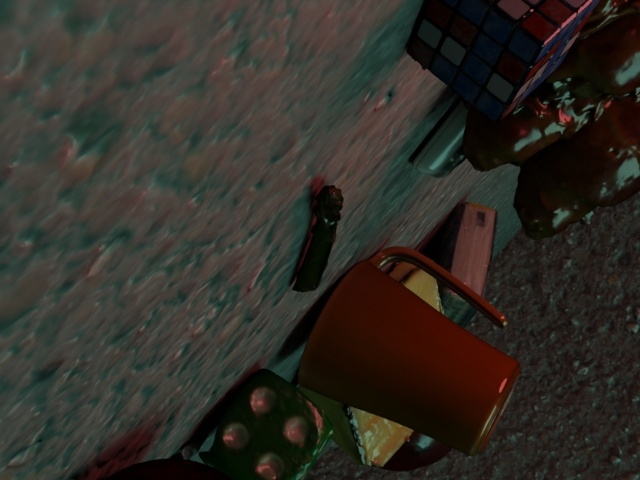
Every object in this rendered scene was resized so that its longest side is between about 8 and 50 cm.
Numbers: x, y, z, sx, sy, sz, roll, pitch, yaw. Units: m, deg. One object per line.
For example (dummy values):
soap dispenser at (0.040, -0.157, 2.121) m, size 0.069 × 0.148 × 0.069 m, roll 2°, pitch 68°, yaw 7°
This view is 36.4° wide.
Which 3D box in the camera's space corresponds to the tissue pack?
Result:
tissue pack at (0.218, 0.075, 1.668) m, size 0.257 × 0.081 × 0.185 m, roll 110°, pitch -3°, yaw -59°

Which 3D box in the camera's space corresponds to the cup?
cup at (0.119, 0.134, 1.232) m, size 0.226 × 0.264 × 0.182 m, roll -58°, pitch 163°, yaw -18°

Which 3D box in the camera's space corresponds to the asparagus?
asparagus at (-0.001, 0.000, 0.890) m, size 0.034 × 0.027 × 0.236 m, roll -56°, pitch 172°, yaw -25°

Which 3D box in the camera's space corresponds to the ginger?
ginger at (0.279, -0.158, 0.954) m, size 0.274 × 0.152 × 0.357 m, roll -20°, pitch 140°, yaw -28°

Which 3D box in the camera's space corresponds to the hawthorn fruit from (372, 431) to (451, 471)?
hawthorn fruit at (0.137, 0.305, 1.839) m, size 0.265 × 0.265 × 0.307 m, roll -51°, pitch 150°, yaw 6°

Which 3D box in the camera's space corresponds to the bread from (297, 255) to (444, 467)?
bread at (0.106, 0.179, 1.484) m, size 0.263 × 0.198 × 0.236 m, roll -43°, pitch 160°, yaw -35°

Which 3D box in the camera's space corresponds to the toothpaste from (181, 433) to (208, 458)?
toothpaste at (-0.149, 0.246, 1.157) m, size 0.024 × 0.015 × 0.083 m, roll -51°, pitch 174°, yaw 3°

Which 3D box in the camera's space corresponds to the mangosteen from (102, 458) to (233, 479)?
mangosteen at (-0.127, 0.331, 0.881) m, size 0.235 × 0.261 × 0.235 m, roll -43°, pitch 149°, yaw -34°

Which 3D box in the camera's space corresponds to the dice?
dice at (-0.062, 0.240, 1.159) m, size 0.128 × 0.120 × 0.131 m, roll -51°, pitch 172°, yaw -20°

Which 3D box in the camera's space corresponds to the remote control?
remote control at (0.221, -0.186, 1.049) m, size 0.313 × 0.055 × 0.109 m, roll -51°, pitch 168°, yaw 11°

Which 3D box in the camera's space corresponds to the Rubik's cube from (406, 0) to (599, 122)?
Rubik's cube at (0.134, -0.162, 0.714) m, size 0.092 × 0.092 × 0.092 m, roll -43°, pitch 166°, yaw -30°
